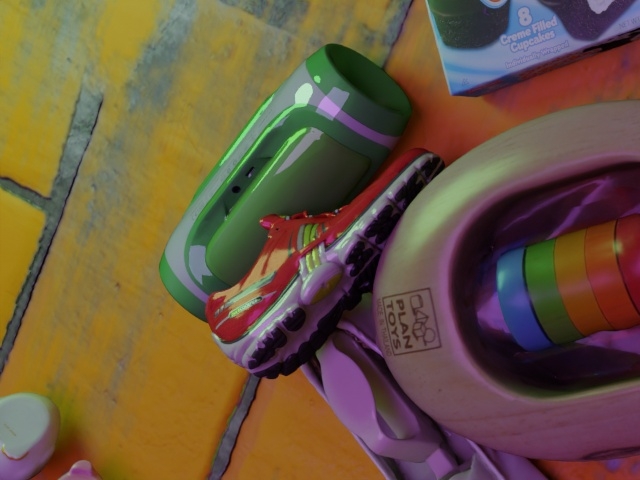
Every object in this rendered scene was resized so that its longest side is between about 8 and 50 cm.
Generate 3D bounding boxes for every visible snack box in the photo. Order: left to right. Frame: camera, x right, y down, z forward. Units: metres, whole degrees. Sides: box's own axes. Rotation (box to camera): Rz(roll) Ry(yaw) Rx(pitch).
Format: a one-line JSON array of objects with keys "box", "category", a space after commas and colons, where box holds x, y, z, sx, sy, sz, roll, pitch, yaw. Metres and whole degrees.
[{"box": [0.243, -0.268, 1.521, 0.322, 0.060, 0.187, -19, 82, 31], "category": "snack box"}]

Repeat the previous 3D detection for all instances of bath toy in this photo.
[{"box": [-0.276, 0.328, 1.836, 0.348, 0.151, 0.129, 50, 155, 19], "category": "bath toy"}]

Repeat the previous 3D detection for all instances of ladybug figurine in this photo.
[{"box": [0.252, 0.036, 1.469, 0.449, 0.162, 0.305, -13, 86, 31], "category": "ladybug figurine"}]

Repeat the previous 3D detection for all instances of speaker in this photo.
[{"box": [-0.039, -0.051, 1.666, 0.131, 0.131, 0.296, 48, 114, 21], "category": "speaker"}]

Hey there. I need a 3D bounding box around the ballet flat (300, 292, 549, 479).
[{"box": [0.102, 0.213, 1.589, 0.139, 0.139, 0.400, -48, 69, 24], "category": "ballet flat"}]

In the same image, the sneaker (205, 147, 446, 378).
[{"box": [0.000, 0.000, 1.570, 0.279, 0.107, 0.118, -43, 59, -8], "category": "sneaker"}]
